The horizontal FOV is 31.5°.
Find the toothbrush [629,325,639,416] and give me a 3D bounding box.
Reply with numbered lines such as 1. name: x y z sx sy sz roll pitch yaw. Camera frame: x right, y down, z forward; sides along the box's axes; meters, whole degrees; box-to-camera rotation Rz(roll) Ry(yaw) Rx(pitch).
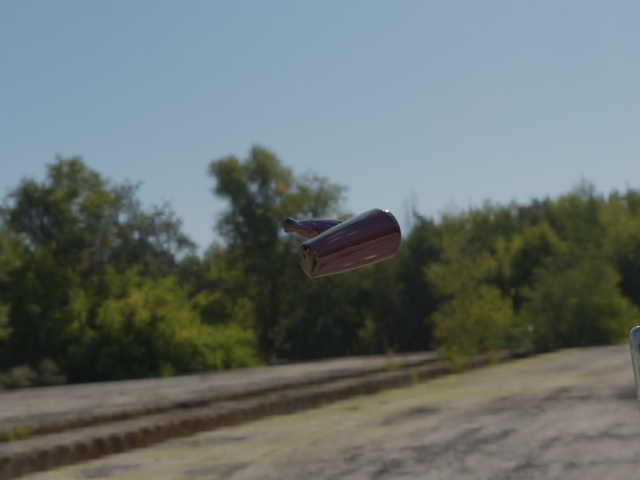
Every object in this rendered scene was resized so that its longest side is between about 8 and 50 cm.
1. toothbrush: 0.259 0.213 0.826 0.030 0.304 0.030 -7 -6 -1

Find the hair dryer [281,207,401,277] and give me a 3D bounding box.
1. hair dryer: 0.004 -0.002 1.204 0.106 0.054 0.154 -18 16 -25
